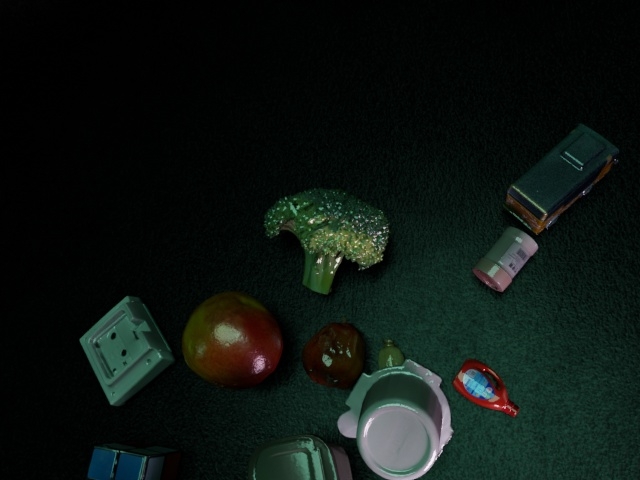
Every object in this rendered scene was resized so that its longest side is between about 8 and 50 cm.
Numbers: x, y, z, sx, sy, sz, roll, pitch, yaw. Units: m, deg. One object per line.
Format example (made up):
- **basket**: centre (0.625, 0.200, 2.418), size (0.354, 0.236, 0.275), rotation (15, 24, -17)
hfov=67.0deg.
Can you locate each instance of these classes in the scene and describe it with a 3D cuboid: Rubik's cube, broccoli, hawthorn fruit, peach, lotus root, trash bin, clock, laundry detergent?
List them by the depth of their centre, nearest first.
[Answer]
- **trash bin**: centre (-0.031, 0.582, 1.158), size (0.220, 0.250, 0.219), rotation (-15, 67, 11)
- **laundry detergent**: centre (0.422, 0.375, 1.216), size (0.165, 0.049, 0.097), rotation (33, 79, 21)
- **lotus root**: centre (0.190, 0.332, 1.286), size (0.073, 0.062, 0.150), rotation (-11, 74, 14)
- **hawthorn fruit**: centre (0.040, 0.307, 1.289), size (0.179, 0.173, 0.173), rotation (-43, 65, -1)
- **Rubik's cube**: centre (-0.511, 0.648, 1.312), size (0.184, 0.180, 0.167), rotation (3, 72, 19)
- **peach**: centre (-0.243, 0.280, 1.335), size (0.281, 0.238, 0.280), rotation (4, 63, -7)
- **broccoli**: centre (0.000, -0.017, 1.366), size (0.376, 0.249, 0.301), rotation (14, 73, 14)
- **clock**: centre (-0.611, 0.333, 1.490), size (0.231, 0.116, 0.262), rotation (-40, 64, 0)

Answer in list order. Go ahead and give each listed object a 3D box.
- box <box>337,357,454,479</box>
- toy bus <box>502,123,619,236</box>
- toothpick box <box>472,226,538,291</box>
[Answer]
- **box**: centre (0.163, 0.437, 1.147), size (0.292, 0.206, 0.262), rotation (-12, 84, 11)
- **toy bus**: centre (0.633, -0.162, 1.280), size (0.275, 0.167, 0.138), rotation (-41, 65, -2)
- **toothpick box**: centre (0.489, 0.049, 1.283), size (0.098, 0.098, 0.149), rotation (39, 84, 24)
